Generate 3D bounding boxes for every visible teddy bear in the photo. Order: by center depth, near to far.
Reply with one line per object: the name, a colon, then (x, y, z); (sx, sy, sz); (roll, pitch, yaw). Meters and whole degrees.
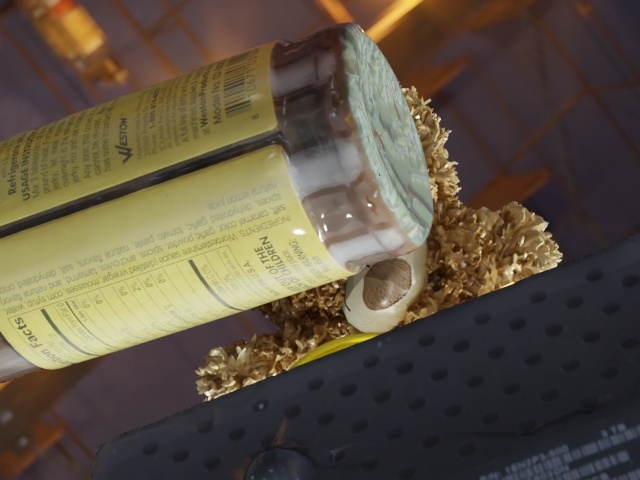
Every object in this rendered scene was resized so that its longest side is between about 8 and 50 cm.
teddy bear: (0.000, 0.000, 1.235); (0.245, 0.113, 0.338); (-33, -139, -1)

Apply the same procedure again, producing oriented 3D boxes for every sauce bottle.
sauce bottle: (-0.123, 0.002, 0.858); (0.344, 0.111, 0.111); (-16, -160, 17)

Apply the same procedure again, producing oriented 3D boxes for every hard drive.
hard drive: (0.052, 0.095, 0.285); (0.172, 0.054, 0.254); (-22, -147, 2)

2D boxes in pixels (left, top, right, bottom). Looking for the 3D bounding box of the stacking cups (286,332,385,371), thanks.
stacking cups: (0.061, 0.175, 0.875); (0.096, 0.096, 0.316); (-37, -141, 9)
